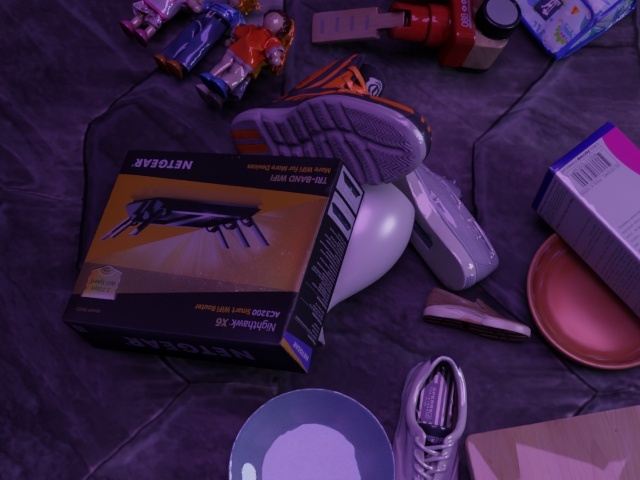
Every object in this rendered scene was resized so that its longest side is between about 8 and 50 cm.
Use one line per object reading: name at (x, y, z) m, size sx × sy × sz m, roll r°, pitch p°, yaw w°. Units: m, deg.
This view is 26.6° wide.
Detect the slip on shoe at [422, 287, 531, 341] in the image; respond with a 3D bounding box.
slip on shoe at (0.196, 0.092, 1.681) m, size 0.135 × 0.051 × 0.041 m, roll 11°, pitch 68°, yaw 10°

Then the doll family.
doll family at (-0.130, -0.272, 1.800) m, size 0.263 × 0.118 × 0.163 m, roll 35°, pitch 74°, yaw 31°

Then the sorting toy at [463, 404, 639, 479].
sorting toy at (0.311, 0.337, 1.558) m, size 0.255 × 0.089 × 0.257 m, roll -9°, pitch 68°, yaw -7°

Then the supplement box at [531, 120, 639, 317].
supplement box at (0.382, -0.018, 1.666) m, size 0.111 × 0.114 × 0.220 m, roll -36°, pitch 72°, yaw -19°

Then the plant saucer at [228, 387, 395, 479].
plant saucer at (-0.009, 0.272, 1.583) m, size 0.195 × 0.037 × 0.195 m, roll -1°, pitch 75°, yaw 3°

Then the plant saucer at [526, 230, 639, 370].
plant saucer at (0.355, 0.072, 1.706) m, size 0.200 × 0.037 × 0.200 m, roll 2°, pitch 66°, yaw -4°

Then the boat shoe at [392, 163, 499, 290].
boat shoe at (0.146, -0.039, 1.728) m, size 0.081 × 0.079 × 0.227 m, roll -21°, pitch 68°, yaw -31°

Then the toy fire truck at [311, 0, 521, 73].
toy fire truck at (0.123, -0.337, 1.826) m, size 0.246 × 0.158 × 0.217 m, roll 4°, pitch 66°, yaw -13°

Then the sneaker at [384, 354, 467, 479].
sneaker at (0.121, 0.255, 1.580) m, size 0.094 × 0.091 × 0.258 m, roll 5°, pitch 66°, yaw -2°

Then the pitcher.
pitcher at (0.000, 0.000, 1.669) m, size 0.178 × 0.125 × 0.207 m, roll 39°, pitch 80°, yaw 9°

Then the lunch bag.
lunch bag at (0.341, -0.336, 1.859) m, size 0.151 × 0.096 × 0.129 m, roll -37°, pitch 76°, yaw -3°

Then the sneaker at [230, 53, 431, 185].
sneaker at (0.042, -0.165, 1.670) m, size 0.321 × 0.124 × 0.180 m, roll 9°, pitch 40°, yaw 46°

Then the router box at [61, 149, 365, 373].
router box at (-0.127, 0.018, 1.605) m, size 0.309 × 0.081 × 0.243 m, roll 3°, pitch 63°, yaw 28°
